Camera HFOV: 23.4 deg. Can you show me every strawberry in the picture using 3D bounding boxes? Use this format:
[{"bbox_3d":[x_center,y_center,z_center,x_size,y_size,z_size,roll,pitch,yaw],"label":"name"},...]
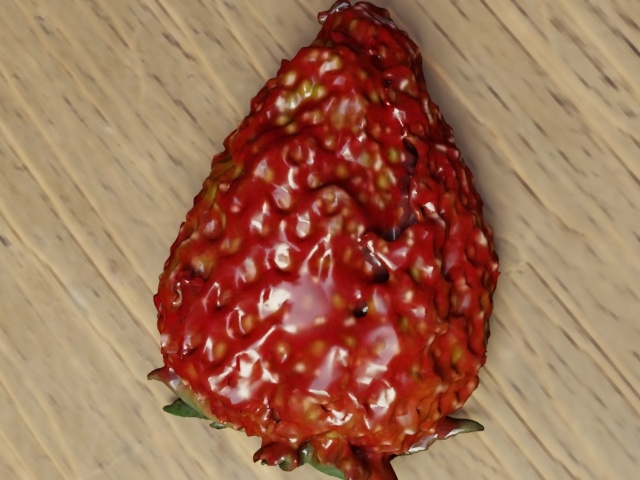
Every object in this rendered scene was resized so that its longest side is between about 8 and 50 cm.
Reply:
[{"bbox_3d":[0.016,-0.001,0.725,0.174,0.098,0.228,22,87,13],"label":"strawberry"}]
